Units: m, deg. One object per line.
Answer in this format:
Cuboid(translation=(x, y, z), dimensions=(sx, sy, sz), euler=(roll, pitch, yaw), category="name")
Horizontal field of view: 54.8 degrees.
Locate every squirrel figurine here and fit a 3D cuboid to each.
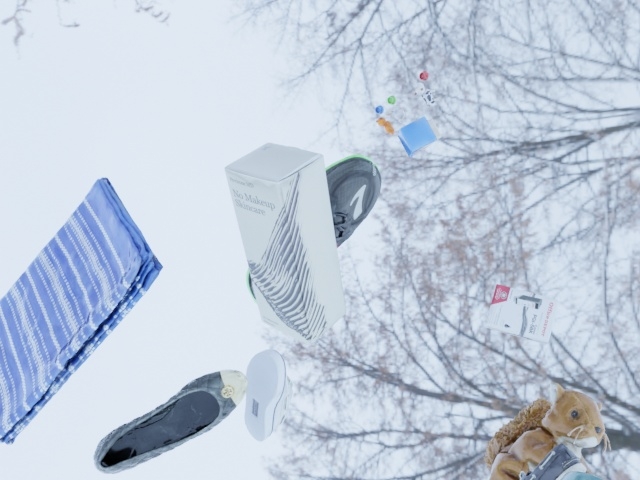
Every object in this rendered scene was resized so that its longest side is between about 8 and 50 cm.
Cuboid(translation=(0.668, 0.596, 1.846), dimensions=(0.281, 0.397, 0.370), euler=(22, -84, -9), category="squirrel figurine")

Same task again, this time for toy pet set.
Cuboid(translation=(0.135, -0.194, 0.998), dimensions=(0.065, 0.122, 0.114), euler=(-21, -98, -43), category="toy pet set")

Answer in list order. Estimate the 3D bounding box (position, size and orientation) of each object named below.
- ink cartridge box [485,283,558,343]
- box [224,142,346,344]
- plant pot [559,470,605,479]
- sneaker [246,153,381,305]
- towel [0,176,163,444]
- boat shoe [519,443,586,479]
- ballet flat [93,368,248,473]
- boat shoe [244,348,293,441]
Cuboid(translation=(0.443, 0.161, 1.356), dimensions=(0.056, 0.135, 0.099), euler=(39, -113, -67), category="ink cartridge box")
Cuboid(translation=(-0.044, 0.007, 0.889), dimensions=(0.094, 0.113, 0.275), euler=(-38, -50, -36), category="box")
Cuboid(translation=(0.321, 0.451, 0.786), dimensions=(0.255, 0.272, 0.271), euler=(-42, -56, -20), category="plant pot")
Cuboid(translation=(0.000, 0.000, 1.574), dimensions=(0.185, 0.202, 0.482), euler=(31, -76, -24), category="sneaker")
Cuboid(translation=(-0.375, 0.086, 0.873), dimensions=(0.336, 0.243, 0.040), euler=(-48, -41, 5), category="towel")
Cuboid(translation=(0.420, 0.470, 1.193), dimensions=(0.075, 0.206, 0.065), euler=(10, -143, -37), category="boat shoe")
Cuboid(translation=(-0.151, 0.192, 0.643), dimensions=(0.173, 0.049, 0.057), euler=(-30, -84, -15), category="ballet flat")
Cuboid(translation=(-0.102, 0.329, 1.346), dimensions=(0.088, 0.096, 0.267), euler=(-25, -45, -40), category="boat shoe")
